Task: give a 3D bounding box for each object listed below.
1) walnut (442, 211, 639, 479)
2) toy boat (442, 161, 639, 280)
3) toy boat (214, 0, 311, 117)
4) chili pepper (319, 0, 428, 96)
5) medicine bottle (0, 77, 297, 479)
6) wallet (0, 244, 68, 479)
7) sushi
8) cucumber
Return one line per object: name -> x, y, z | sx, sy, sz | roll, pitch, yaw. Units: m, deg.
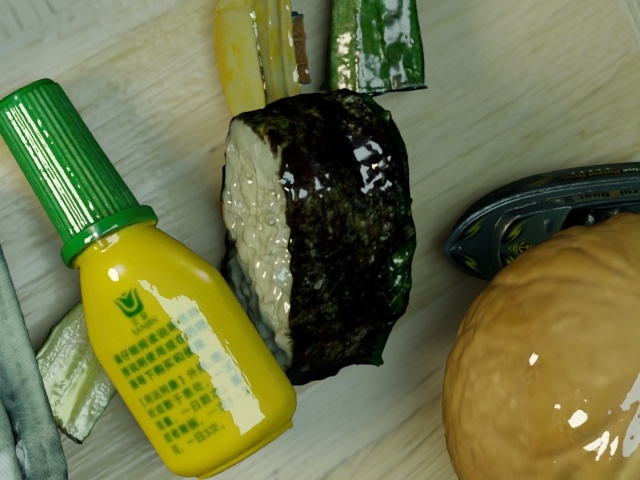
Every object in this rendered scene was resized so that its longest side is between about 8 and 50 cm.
walnut -> 0.243, 0.140, 1.021 | 0.332, 0.333, 0.333 | -2, 95, -22
toy boat -> 0.215, -0.010, 1.115 | 0.246, 0.103, 0.093 | -7, 121, -17
toy boat -> -0.038, -0.130, 1.021 | 0.066, 0.065, 0.172 | -19, 107, -44
chili pepper -> 0.034, -0.224, 1.046 | 0.088, 0.059, 0.227 | -6, 94, -17
medicine bottle -> -0.133, 0.025, 0.958 | 0.111, 0.076, 0.309 | -31, 93, 7
wallet -> -0.354, 0.109, 0.872 | 0.342, 0.075, 0.237 | -14, 82, -21
sushi -> 0.000, 0.000, 0.988 | 0.127, 0.124, 0.225 | -14, 126, -25
cucumber -> -0.177, 0.088, 0.993 | 0.067, 0.035, 0.107 | 36, 72, -15
